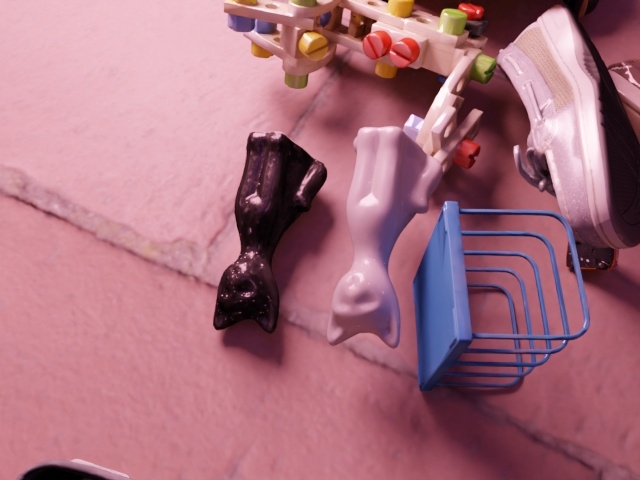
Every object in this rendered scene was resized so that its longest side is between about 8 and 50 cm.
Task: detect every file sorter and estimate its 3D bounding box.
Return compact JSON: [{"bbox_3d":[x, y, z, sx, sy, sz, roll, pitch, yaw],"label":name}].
[{"bbox_3d":[0.149,0.058,0.515,0.105,0.170,0.118,0,63,0],"label":"file sorter"}]

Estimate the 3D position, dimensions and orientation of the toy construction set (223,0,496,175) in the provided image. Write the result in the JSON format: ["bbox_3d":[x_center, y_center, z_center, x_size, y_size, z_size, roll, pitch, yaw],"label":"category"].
[{"bbox_3d":[0.070,-0.214,0.665,0.328,0.151,0.215,40,47,12],"label":"toy construction set"}]

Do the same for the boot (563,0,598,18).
[{"bbox_3d":[0.405,-0.370,0.767,0.137,0.076,0.197,12,65,10],"label":"boot"}]

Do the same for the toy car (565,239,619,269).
[{"bbox_3d":[0.289,-0.021,0.613,0.041,0.060,0.121,10,67,-28],"label":"toy car"}]

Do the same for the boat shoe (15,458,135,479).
[{"bbox_3d":[-0.119,0.242,0.398,0.320,0.099,0.116,10,50,40],"label":"boat shoe"}]

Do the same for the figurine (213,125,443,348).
[{"bbox_3d":[0.000,0.000,0.577,0.215,0.092,0.209,3,70,28],"label":"figurine"}]

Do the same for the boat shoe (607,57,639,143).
[{"bbox_3d":[0.415,-0.078,0.604,0.097,0.116,0.324,-27,60,-7],"label":"boat shoe"}]

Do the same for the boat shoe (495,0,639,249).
[{"bbox_3d":[0.238,-0.114,0.569,0.103,0.118,0.320,-29,41,35],"label":"boat shoe"}]
